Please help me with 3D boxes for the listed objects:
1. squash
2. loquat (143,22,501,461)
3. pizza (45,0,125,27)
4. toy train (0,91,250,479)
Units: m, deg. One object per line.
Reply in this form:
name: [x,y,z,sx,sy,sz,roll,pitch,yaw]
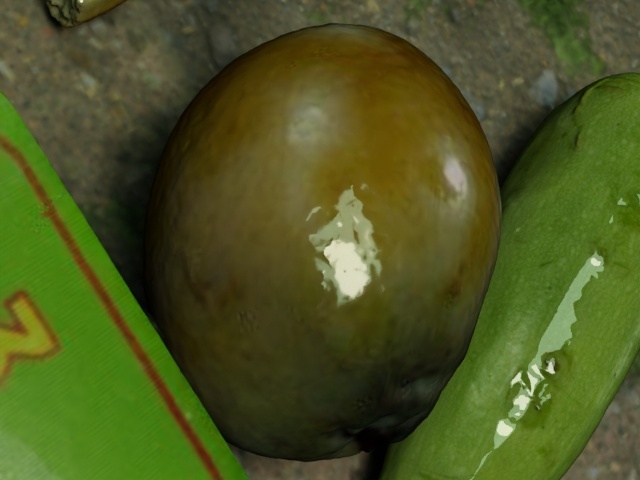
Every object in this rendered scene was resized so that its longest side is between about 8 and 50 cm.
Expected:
squash: [0.122,0.055,0.727,0.118,0.118,0.370,37,68,-13]
loquat: [0.000,0.000,0.650,0.179,0.179,0.227,25,62,-18]
pizza: [-0.109,-0.244,0.717,0.134,0.056,0.271,12,75,-25]
toy train: [-0.195,0.075,0.548,0.249,0.173,0.307,-34,94,-33]
